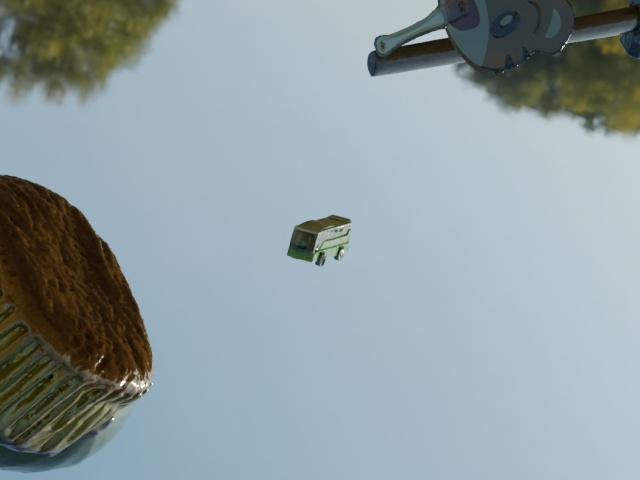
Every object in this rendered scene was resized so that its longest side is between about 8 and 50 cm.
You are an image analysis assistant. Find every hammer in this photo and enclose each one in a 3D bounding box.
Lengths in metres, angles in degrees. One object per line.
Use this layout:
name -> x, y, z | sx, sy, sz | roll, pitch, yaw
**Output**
hammer -> 0.226, -0.224, 1.593 | 0.365, 0.111, 0.043 | -12, -119, -16

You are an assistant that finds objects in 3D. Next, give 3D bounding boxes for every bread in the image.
bread -> -0.270, 0.066, 1.363 | 0.227, 0.142, 0.253 | 31, -150, -49

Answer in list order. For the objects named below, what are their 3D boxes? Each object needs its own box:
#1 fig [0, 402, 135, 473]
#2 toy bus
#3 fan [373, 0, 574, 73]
fig -> -0.348, 0.147, 1.757 | 0.316, 0.316, 0.316 | 18, -164, -5
toy bus -> 0.000, 0.000, 1.302 | 0.031, 0.037, 0.083 | 16, -167, 22
fan -> 0.128, -0.210, 1.304 | 0.008, 0.152, 0.227 | -9, 171, -43
